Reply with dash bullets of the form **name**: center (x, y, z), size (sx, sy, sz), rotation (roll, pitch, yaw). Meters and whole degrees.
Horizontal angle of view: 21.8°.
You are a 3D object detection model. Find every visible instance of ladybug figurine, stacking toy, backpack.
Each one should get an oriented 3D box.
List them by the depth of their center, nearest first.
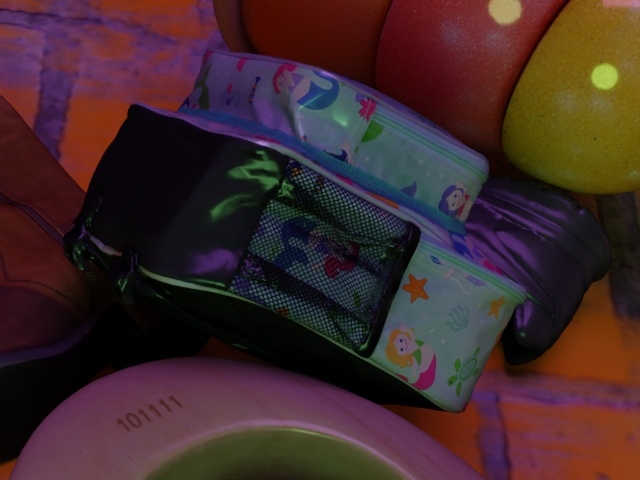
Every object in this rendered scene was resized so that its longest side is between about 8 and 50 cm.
- **ladybug figurine**: center (0.004, 0.253, 0.872), size (0.305, 0.162, 0.449), rotation (-22, 53, -31)
- **backpack**: center (0.000, 0.000, 1.031), size (0.253, 0.191, 0.225), rotation (33, -6, -27)
- **stacking toy**: center (0.187, -0.144, 1.204), size (0.350, 0.350, 0.480), rotation (-31, 63, -35)

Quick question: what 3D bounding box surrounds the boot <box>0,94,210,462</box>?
- **boot**: center (-0.248, 0.008, 1.113), size (0.264, 0.096, 0.280), rotation (-29, 56, -34)

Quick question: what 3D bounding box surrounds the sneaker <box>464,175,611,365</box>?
- **sneaker**: center (0.059, -0.006, 1.195), size (0.286, 0.109, 0.130), rotation (21, 58, 16)
